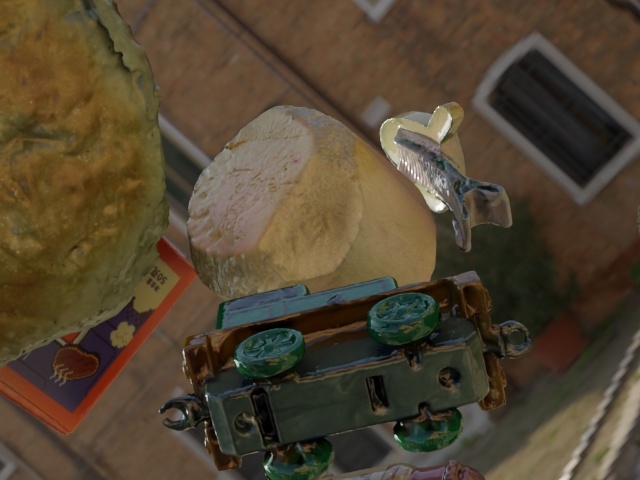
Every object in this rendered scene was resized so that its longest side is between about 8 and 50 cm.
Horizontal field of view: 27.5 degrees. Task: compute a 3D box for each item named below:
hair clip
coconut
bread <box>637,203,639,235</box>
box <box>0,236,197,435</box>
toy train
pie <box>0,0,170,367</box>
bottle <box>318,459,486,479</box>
[{"bbox_3d":[0.129,-0.083,1.419,0.071,0.159,0.218,-21,37,-17],"label":"hair clip"},{"bbox_3d":[0.000,0.000,1.395,0.239,0.244,0.239,-25,46,30],"label":"coconut"},{"bbox_3d":[0.376,-0.004,0.747,0.348,0.376,0.253,49,-129,-55],"label":"bread"},{"bbox_3d":[-0.391,-0.008,1.473,0.257,0.318,0.348,-51,-43,-10],"label":"box"},{"bbox_3d":[0.012,0.073,0.805,0.228,0.091,0.136,-14,22,0],"label":"toy train"},{"bbox_3d":[-0.328,-0.068,1.148,0.395,0.418,0.180,-12,-2,-3],"label":"pie"},{"bbox_3d":[0.067,0.309,1.441,0.253,0.120,0.120,-14,16,23],"label":"bottle"}]
